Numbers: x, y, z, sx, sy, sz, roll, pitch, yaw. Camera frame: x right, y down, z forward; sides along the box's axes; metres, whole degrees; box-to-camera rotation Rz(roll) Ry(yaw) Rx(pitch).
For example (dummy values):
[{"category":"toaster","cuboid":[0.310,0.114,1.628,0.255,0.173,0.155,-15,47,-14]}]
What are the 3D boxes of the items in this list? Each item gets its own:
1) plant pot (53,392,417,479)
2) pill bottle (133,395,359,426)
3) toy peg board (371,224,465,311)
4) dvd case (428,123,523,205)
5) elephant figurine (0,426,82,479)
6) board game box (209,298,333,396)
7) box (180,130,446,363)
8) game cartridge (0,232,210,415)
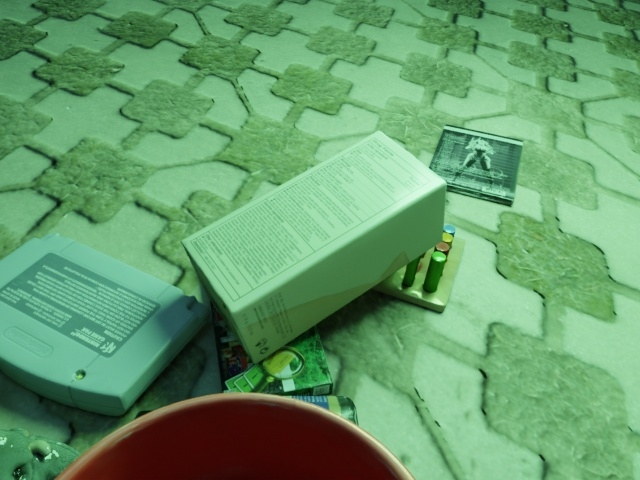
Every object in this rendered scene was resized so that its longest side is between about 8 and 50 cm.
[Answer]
[{"category":"plant pot","cuboid":[-0.059,0.287,0.394,0.275,0.243,0.275,3,42,-2]},{"category":"pill bottle","cuboid":[-0.074,0.219,0.559,0.219,0.123,0.123,1,42,-4]},{"category":"toy peg board","cuboid":[0.135,0.005,0.851,0.161,0.079,0.161,18,44,14]},{"category":"dvd case","cuboid":[0.305,-0.155,1.091,0.164,0.018,0.221,15,43,13]},{"category":"elephant figurine","cuboid":[-0.349,0.212,0.533,0.186,0.169,0.239,-41,71,-5]},{"category":"board game box","cuboid":[-0.080,0.104,0.759,0.136,0.030,0.260,-6,43,-14]},{"category":"box","cuboid":[0.000,0.000,0.721,0.311,0.121,0.148,-30,51,-16]},{"category":"game cartridge","cuboid":[-0.319,0.101,0.721,0.294,0.060,0.196,21,41,19]}]
